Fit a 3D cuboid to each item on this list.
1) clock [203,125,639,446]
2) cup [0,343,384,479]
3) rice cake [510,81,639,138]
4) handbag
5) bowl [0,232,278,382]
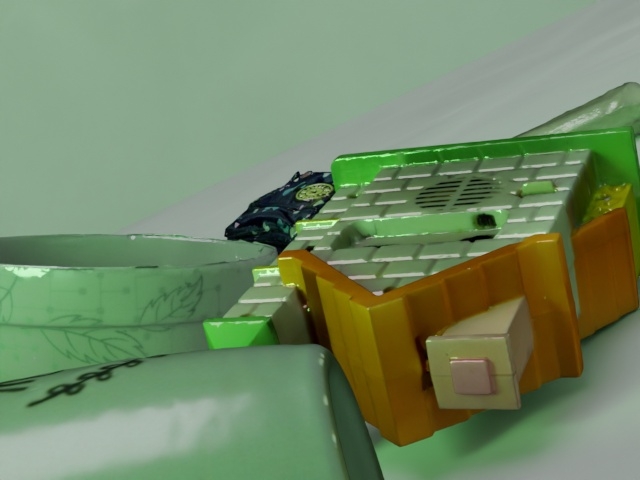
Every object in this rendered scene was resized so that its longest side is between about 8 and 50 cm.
[{"bbox_3d":[0.075,0.031,0.813,0.220,0.106,0.255,-4,23,25],"label":"clock"},{"bbox_3d":[-0.082,0.150,0.595,0.234,0.186,0.258,-17,-17,4],"label":"cup"},{"bbox_3d":[0.222,-0.091,1.347,0.256,0.052,0.057,-25,43,9],"label":"rice cake"},{"bbox_3d":[0.000,0.000,1.291,0.162,0.113,0.260,-37,20,-21],"label":"handbag"},{"bbox_3d":[-0.178,0.075,1.097,0.287,0.143,0.287,0,6,0],"label":"bowl"}]
